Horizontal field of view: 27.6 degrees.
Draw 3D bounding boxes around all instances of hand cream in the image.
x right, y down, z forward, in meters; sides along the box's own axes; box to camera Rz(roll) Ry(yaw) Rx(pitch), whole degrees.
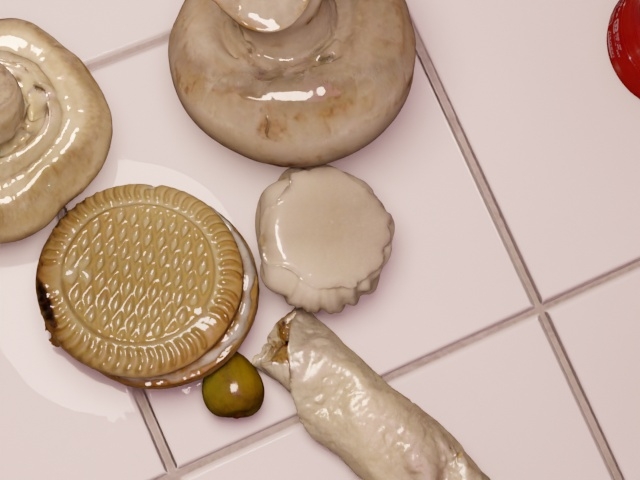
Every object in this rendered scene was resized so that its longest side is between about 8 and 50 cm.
[{"bbox_3d":[0.472,-0.268,1.669,0.193,0.125,0.193,1,82,-7],"label":"hand cream"}]

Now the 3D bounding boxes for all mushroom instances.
[{"bbox_3d":[-0.361,-0.131,1.467,0.254,0.234,0.260,-9,82,-13],"label":"mushroom"},{"bbox_3d":[-0.029,-0.243,1.496,0.297,0.290,0.297,0,62,-1],"label":"mushroom"}]

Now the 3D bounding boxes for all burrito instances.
[{"bbox_3d":[0.081,0.241,1.557,0.392,0.076,0.117,43,84,2],"label":"burrito"}]

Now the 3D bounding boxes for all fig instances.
[{"bbox_3d":[-0.105,0.167,1.542,0.074,0.074,0.088,-10,71,-10],"label":"fig"}]

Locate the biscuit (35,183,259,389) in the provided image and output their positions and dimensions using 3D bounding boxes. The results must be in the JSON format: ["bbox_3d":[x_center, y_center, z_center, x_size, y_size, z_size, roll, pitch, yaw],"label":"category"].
[{"bbox_3d":[-0.201,0.052,1.520,0.259,0.079,0.259,0,70,0],"label":"biscuit"}]

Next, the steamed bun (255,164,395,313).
[{"bbox_3d":[0.000,0.000,1.566,0.183,0.106,0.183,3,78,-17],"label":"steamed bun"}]
